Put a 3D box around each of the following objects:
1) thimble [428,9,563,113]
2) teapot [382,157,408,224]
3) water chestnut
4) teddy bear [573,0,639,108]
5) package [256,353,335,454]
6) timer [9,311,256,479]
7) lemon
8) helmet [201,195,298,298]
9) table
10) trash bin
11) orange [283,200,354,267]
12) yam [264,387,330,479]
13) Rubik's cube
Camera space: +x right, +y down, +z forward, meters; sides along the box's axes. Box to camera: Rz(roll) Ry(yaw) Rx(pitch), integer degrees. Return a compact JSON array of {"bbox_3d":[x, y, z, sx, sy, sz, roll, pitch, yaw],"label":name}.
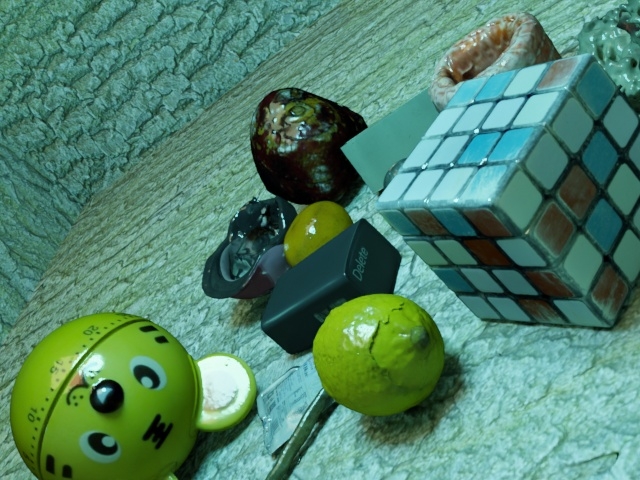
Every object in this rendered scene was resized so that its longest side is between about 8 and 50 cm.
[{"bbox_3d":[0.323,-0.280,1.564,0.239,0.162,0.239,-34,28,22],"label":"thimble"},{"bbox_3d":[0.174,-0.083,1.609,0.092,0.124,0.091,-10,33,-21],"label":"teapot"},{"bbox_3d":[-0.033,-0.200,1.903,0.244,0.289,0.289,-64,20,14],"label":"water chestnut"},{"bbox_3d":[0.485,-0.301,1.277,0.357,0.224,0.367,-42,17,-29],"label":"teddy bear"},{"bbox_3d":[-0.035,0.258,1.438,0.173,0.027,0.171,-38,22,7],"label":"package"},{"bbox_3d":[-0.342,0.310,1.527,0.387,0.376,0.376,25,65,22],"label":"timer"},{"bbox_3d":[0.080,0.161,1.220,0.193,0.180,0.180,-4,42,27],"label":"lemon"},{"bbox_3d":[-0.122,0.030,1.810,0.198,0.154,0.253,-8,60,44],"label":"helmet"},{"bbox_3d":[0.180,-0.217,1.759,0.240,0.121,0.111,-32,9,28],"label":"table"},{"bbox_3d":[0.013,0.088,1.529,0.225,0.115,0.165,-31,26,35],"label":"trash bin"},{"bbox_3d":[0.000,0.000,1.685,0.156,0.124,0.156,-55,16,24],"label":"orange"},{"bbox_3d":[-0.049,0.332,1.329,0.027,0.029,0.234,13,66,56],"label":"yam"},{"bbox_3d":[0.278,-0.059,1.151,0.259,0.253,0.256,-53,24,-20],"label":"Rubik's cube"}]
